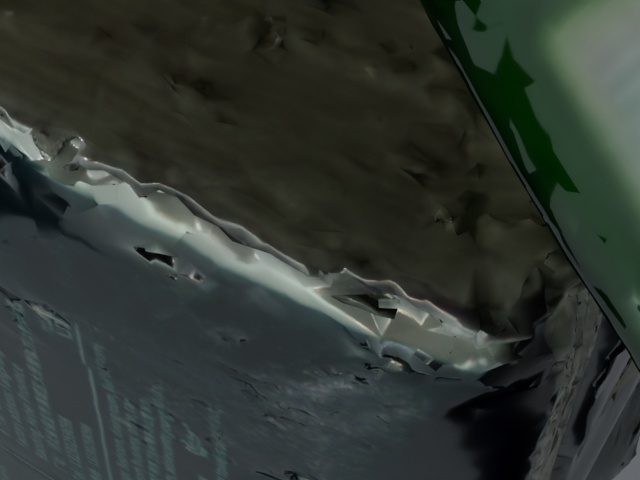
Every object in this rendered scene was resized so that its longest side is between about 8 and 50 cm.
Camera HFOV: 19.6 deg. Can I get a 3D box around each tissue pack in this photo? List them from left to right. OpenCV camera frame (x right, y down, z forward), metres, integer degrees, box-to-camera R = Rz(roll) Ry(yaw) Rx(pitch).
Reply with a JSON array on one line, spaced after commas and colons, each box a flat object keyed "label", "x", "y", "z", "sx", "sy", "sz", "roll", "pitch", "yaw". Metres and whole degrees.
[{"label": "tissue pack", "x": 0.000, "y": 0.000, "z": 0.692, "sx": 0.264, "sy": 0.416, "sz": 0.253, "roll": 25, "pitch": -118, "yaw": 14}]

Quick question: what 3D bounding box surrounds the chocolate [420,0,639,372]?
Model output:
[{"label": "chocolate", "x": 0.249, "y": -0.001, "z": 0.389, "sx": 0.341, "sy": 0.161, "sz": 0.360, "roll": -28, "pitch": -95, "yaw": -31}]
